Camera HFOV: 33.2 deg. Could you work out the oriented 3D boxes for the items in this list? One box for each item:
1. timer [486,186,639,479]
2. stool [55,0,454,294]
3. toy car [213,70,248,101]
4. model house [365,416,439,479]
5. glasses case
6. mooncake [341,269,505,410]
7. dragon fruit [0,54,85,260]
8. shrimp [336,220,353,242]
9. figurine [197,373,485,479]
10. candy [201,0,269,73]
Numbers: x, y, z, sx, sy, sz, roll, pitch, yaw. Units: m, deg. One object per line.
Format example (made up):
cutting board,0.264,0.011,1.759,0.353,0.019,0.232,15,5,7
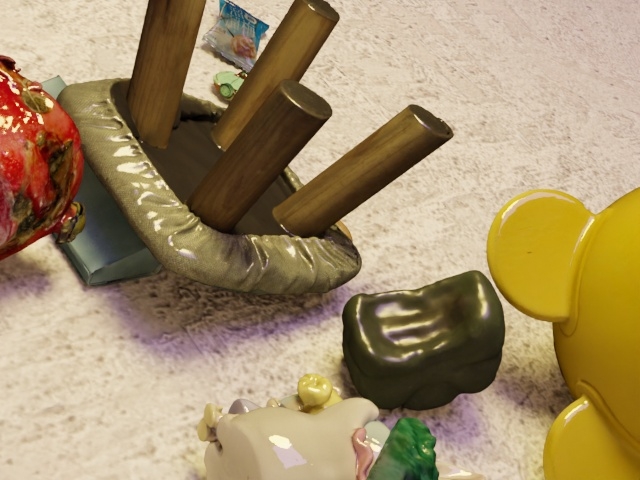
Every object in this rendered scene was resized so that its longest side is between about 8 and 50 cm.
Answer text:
timer,0.386,0.100,1.186,0.387,0.376,0.376,-14,49,-13
stool,-0.071,-0.122,1.135,0.310,0.226,0.310,1,41,-51
toy car,-0.090,-0.191,1.443,0.122,0.035,0.059,26,35,10
model house,0.098,0.310,0.747,0.248,0.230,0.280,25,24,9
glasses case,-0.266,-0.061,1.162,0.105,0.056,0.266,-27,60,-22
mooncake,0.108,0.101,1.113,0.168,0.175,0.104,37,27,-37
dragon fruit,-0.347,-0.070,0.970,0.282,0.211,0.147,43,40,-17
shrimp,0.000,0.000,1.284,0.108,0.023,0.059,-20,67,-46
figurine,0.020,0.202,0.968,0.235,0.127,0.155,3,23,-35
candy,-0.123,-0.299,1.555,0.088,0.038,0.136,33,41,-18
